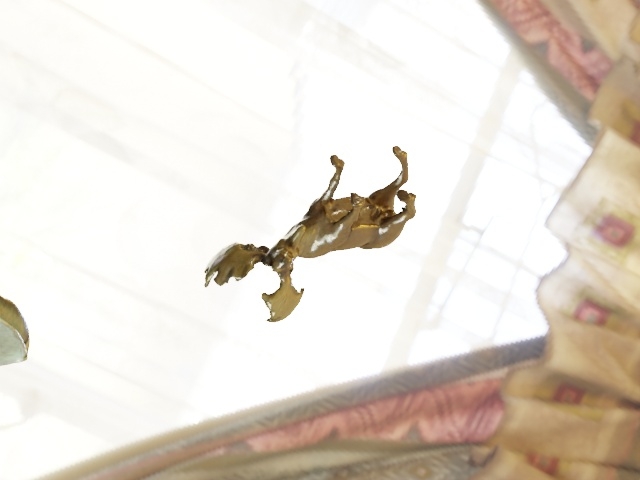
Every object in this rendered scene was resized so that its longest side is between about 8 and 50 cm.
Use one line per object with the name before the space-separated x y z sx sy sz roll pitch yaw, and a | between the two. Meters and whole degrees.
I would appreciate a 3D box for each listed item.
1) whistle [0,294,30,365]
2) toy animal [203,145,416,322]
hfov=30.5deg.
whistle | -0.522 0.099 1.275 0.188 0.404 0.168 -64 154 -25
toy animal | 0.000 0.000 1.202 0.186 0.214 0.094 -52 -123 42
